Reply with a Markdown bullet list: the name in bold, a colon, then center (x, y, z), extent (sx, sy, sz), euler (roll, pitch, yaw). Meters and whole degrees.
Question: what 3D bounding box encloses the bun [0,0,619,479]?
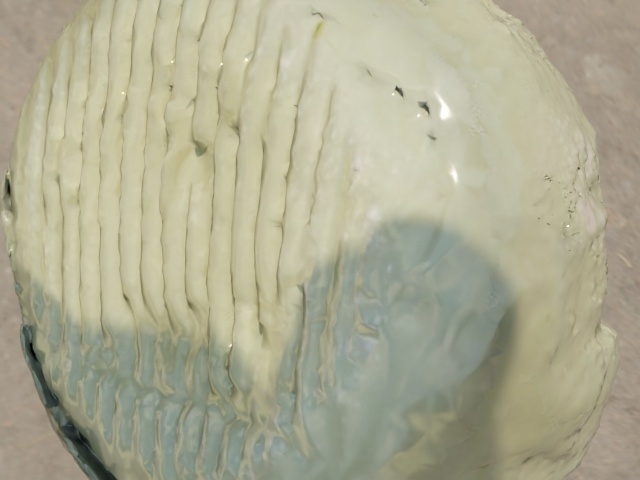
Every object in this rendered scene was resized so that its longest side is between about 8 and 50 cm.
- **bun**: center (0.000, 0.000, 0.739), extent (0.359, 0.211, 0.360), euler (10, 104, 46)
